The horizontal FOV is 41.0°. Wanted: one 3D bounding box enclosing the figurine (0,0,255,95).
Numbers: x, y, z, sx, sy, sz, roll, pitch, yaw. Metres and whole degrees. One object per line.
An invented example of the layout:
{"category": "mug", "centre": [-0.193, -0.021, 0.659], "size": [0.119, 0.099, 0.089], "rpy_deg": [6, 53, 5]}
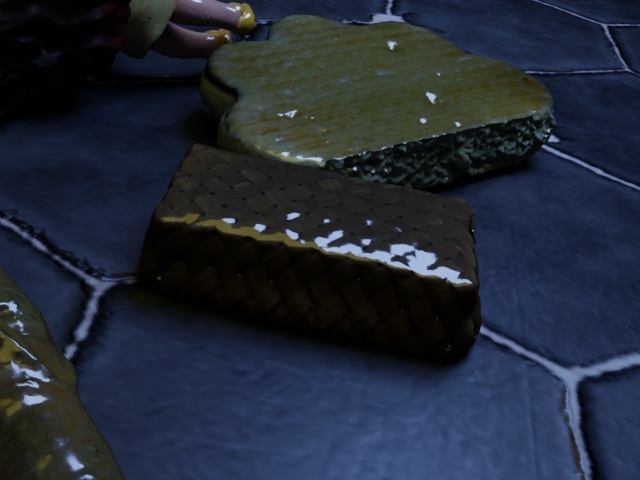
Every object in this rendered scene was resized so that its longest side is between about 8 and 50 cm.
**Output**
{"category": "figurine", "centre": [-0.166, -0.171, 0.613], "size": [0.240, 0.175, 0.116], "rpy_deg": [-11, 65, -41]}

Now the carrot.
{"category": "carrot", "centre": [-0.117, 0.073, 0.332], "size": [0.070, 0.070, 0.342], "rpy_deg": [-19, 45, -38]}

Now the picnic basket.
{"category": "picnic basket", "centre": [0.000, 0.000, 0.483], "size": [0.193, 0.055, 0.110], "rpy_deg": [14, 33, 0]}

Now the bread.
{"category": "bread", "centre": [0.032, -0.108, 0.648], "size": [0.286, 0.056, 0.207], "rpy_deg": [-12, 42, -32]}
